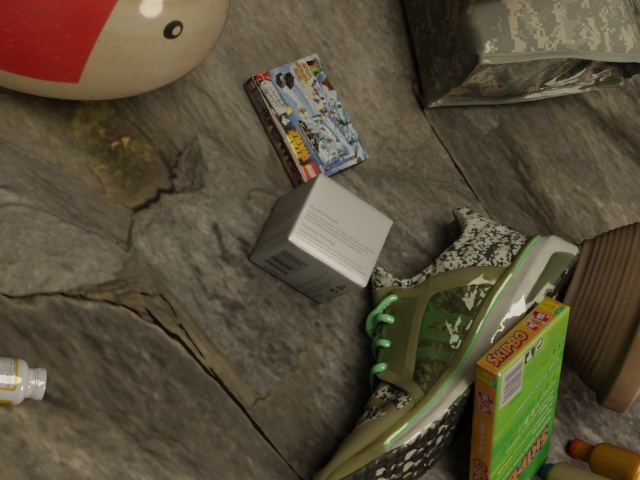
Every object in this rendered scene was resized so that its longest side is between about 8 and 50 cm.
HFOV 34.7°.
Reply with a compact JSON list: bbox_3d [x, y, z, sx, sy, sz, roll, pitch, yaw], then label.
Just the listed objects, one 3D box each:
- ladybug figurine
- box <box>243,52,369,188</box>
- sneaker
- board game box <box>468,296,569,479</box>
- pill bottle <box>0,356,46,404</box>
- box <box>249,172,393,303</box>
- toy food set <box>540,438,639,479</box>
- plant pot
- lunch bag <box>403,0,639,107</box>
[{"bbox_3d":[-0.290,-0.310,0.963,0.449,0.162,0.305,23,76,-11],"label":"ladybug figurine"},{"bbox_3d":[-0.015,-0.134,1.155,0.094,0.027,0.137,-25,88,-31],"label":"box"},{"bbox_3d":[0.104,0.113,1.114,0.182,0.158,0.410,35,61,21],"label":"sneaker"},{"bbox_3d":[0.208,0.190,1.090,0.124,0.039,0.259,-36,137,-32],"label":"board game box"},{"bbox_3d":[-0.295,0.127,0.933,0.083,0.043,0.043,10,72,-24],"label":"pill bottle"},{"bbox_3d":[0.000,0.000,1.083,0.102,0.101,0.087,32,64,-17],"label":"box"},{"bbox_3d":[0.280,0.337,1.153,0.111,0.104,0.232,20,85,-35],"label":"toy food set"},{"bbox_3d":[0.338,0.070,1.189,0.110,0.237,0.237,20,64,12],"label":"plant pot"},{"bbox_3d":[0.256,-0.299,1.259,0.287,0.169,0.235,-7,78,-23],"label":"lunch bag"}]
